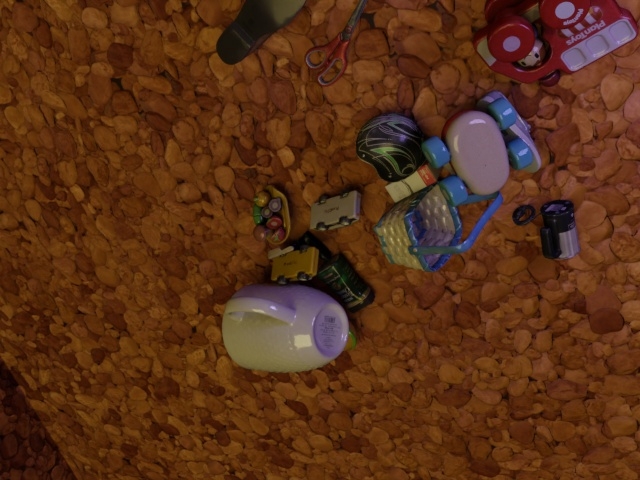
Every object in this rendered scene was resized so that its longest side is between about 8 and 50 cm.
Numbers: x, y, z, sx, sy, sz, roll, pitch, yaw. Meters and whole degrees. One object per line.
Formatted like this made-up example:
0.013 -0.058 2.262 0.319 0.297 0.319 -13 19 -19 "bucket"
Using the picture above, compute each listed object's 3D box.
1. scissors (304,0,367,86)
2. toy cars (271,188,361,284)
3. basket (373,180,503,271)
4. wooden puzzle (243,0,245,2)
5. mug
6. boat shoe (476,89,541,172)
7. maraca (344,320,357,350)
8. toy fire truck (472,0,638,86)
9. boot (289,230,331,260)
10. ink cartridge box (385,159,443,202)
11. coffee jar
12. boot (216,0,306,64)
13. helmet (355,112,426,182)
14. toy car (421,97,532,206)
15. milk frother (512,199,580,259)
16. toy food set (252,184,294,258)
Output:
0.072 -0.515 1.710 0.109 0.021 0.297 45 124 -6 "scissors"
0.000 0.000 1.973 0.087 0.176 0.394 20 116 -39 "toy cars"
0.311 -0.043 1.773 0.289 0.255 0.201 -10 116 47 "basket"
-0.172 -0.615 1.733 0.083 0.006 0.049 35 152 -3 "wooden puzzle"
-0.120 0.247 2.017 0.328 0.276 0.374 -4 154 42 "mug"
0.478 -0.274 1.659 0.227 0.081 0.079 51 152 -6 "boat shoe"
0.048 0.304 2.182 0.185 0.099 0.127 -17 106 56 "maraca"
0.511 -0.461 1.498 0.302 0.169 0.254 -30 125 34 "toy fire truck"
-0.037 0.037 2.077 0.121 0.045 0.099 45 123 -1 "boot"
0.250 -0.169 1.803 0.135 0.099 0.056 -28 105 32 "ink cartridge box"
0.080 0.136 2.072 0.096 0.079 0.184 -34 105 34 "coffee jar"
-0.135 -0.565 1.697 0.305 0.115 0.112 -31 99 36 "boot"
0.180 -0.250 1.743 0.169 0.169 0.161 -27 123 32 "helmet"
0.349 -0.229 1.655 0.219 0.238 0.210 -30 111 -2 "toy car"
0.593 -0.028 1.774 0.143 0.129 0.135 31 143 59 "milk frother"
-0.155 -0.055 1.992 0.128 0.071 0.218 -10 90 44 "toy food set"
